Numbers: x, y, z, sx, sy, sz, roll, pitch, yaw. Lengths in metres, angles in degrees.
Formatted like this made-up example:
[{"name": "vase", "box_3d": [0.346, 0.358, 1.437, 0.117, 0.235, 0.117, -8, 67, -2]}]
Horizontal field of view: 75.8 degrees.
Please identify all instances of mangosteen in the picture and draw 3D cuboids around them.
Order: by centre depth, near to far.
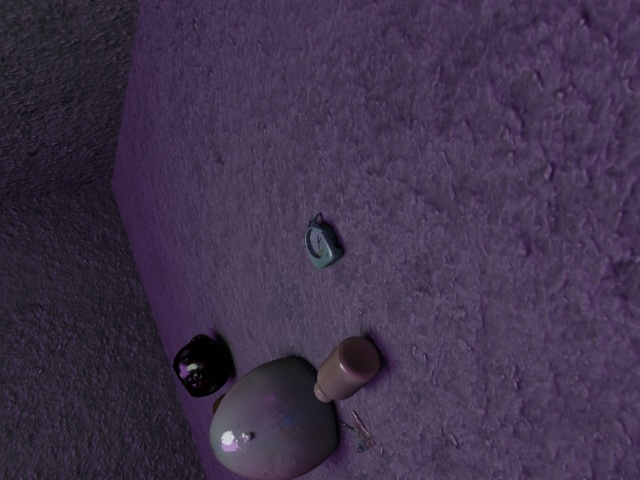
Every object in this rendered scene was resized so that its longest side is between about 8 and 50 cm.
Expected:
[{"name": "mangosteen", "box_3d": [-0.554, 0.580, 1.915, 0.288, 0.233, 0.287, 38, 153, 24]}]

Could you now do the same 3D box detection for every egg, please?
[{"name": "egg", "box_3d": [-0.172, 0.578, 1.280, 0.355, 0.340, 0.353, 27, 124, 49]}]

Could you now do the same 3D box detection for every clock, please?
[{"name": "clock", "box_3d": [0.000, 0.000, 1.059, 0.101, 0.041, 0.134, -40, 70, 54]}]

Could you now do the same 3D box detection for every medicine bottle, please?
[{"name": "medicine bottle", "box_3d": [0.053, 0.347, 1.061, 0.114, 0.114, 0.252, 57, 142, 23]}]

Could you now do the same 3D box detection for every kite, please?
[{"name": "kite", "box_3d": [0.101, 0.544, 1.170, 0.157, 0.011, 0.138, 1, 101, 53]}]

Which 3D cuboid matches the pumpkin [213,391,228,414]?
[{"name": "pumpkin", "box_3d": [-0.377, 0.771, 1.825, 0.218, 0.163, 0.219, 57, 168, 18]}]
